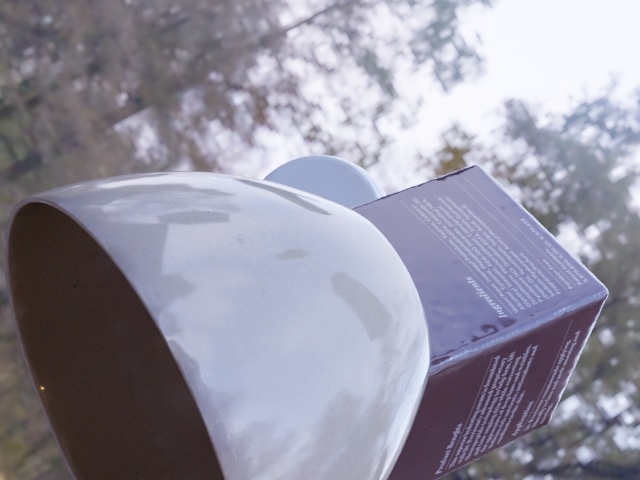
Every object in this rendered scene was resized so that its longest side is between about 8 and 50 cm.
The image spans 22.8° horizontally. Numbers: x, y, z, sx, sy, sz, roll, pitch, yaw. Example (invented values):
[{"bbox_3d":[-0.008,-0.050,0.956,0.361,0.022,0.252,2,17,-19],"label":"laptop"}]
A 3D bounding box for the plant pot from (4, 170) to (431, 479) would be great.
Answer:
[{"bbox_3d":[-0.046,0.072,0.983,0.284,0.191,0.284,41,-36,39],"label":"plant pot"}]

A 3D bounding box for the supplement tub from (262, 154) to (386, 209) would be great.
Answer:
[{"bbox_3d":[0.000,0.000,1.523,0.144,0.144,0.200,57,-3,10],"label":"supplement tub"}]

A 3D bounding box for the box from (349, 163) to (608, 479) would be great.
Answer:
[{"bbox_3d":[0.081,0.072,1.252,0.167,0.203,0.168,48,-39,30],"label":"box"}]
